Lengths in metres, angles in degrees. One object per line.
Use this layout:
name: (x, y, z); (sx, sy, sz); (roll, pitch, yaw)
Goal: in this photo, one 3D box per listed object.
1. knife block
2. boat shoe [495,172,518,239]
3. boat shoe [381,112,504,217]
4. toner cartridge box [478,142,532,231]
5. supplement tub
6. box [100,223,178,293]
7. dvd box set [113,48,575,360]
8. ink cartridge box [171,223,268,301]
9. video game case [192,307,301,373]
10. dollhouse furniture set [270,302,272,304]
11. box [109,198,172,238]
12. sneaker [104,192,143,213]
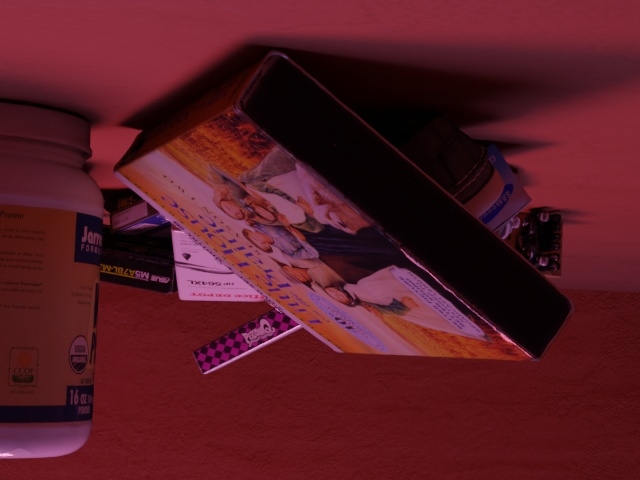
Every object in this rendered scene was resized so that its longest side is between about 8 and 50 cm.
knife block: (0.238, 0.004, 1.940); (0.276, 0.088, 0.242); (-1, 173, 40)
boat shoe: (0.191, -0.035, 1.527); (0.079, 0.081, 0.227); (1, 175, 14)
boat shoe: (0.043, -0.074, 1.257); (0.099, 0.116, 0.319); (53, 158, -23)
toner cartridge box: (0.070, -0.010, 1.433); (0.165, 0.075, 0.348); (-38, -171, -18)
supplement tub: (-0.321, 0.039, 1.250); (0.228, 0.316, 0.228); (3, 175, 0)
box: (-0.265, 0.024, 1.878); (0.191, 0.045, 0.184); (10, -170, 11)
dvd box set: (-0.007, -0.010, 1.152); (0.308, 0.062, 0.420); (40, 164, -14)
ink cartridge box: (-0.111, 0.001, 1.699); (0.148, 0.085, 0.203); (1, 152, -1)
video game case: (-0.033, 0.102, 1.847); (0.232, 0.041, 0.210); (-29, 177, 33)
dollhouse furniture set: (0.000, 0.000, 2.016); (0.129, 0.129, 0.183); (4, 145, -19)
box: (-0.163, -0.031, 1.849); (0.225, 0.036, 0.136); (7, 161, -44)
sneaker: (-0.262, -0.055, 1.847); (0.083, 0.031, 0.035); (-7, 169, 4)
